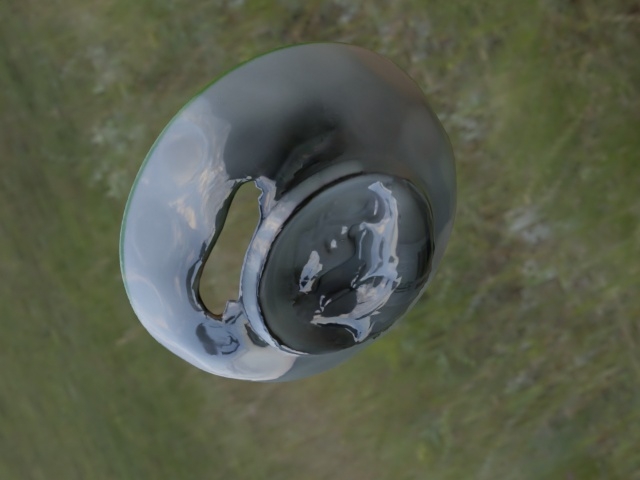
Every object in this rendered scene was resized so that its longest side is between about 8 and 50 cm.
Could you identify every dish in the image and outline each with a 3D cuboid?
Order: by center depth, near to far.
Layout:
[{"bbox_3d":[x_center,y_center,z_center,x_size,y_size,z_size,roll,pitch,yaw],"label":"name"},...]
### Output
[{"bbox_3d":[0.000,0.000,1.394,0.124,0.324,0.324,42,154,47],"label":"dish"}]
